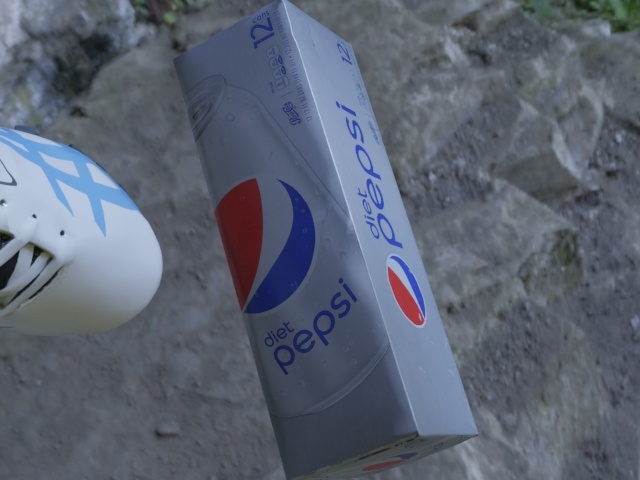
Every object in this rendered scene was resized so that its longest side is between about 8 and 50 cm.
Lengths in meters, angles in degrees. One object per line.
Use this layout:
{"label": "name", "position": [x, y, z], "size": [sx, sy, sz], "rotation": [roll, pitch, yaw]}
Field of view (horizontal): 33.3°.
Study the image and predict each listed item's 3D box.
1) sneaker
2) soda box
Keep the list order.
{"label": "sneaker", "position": [-0.132, -0.006, 0.328], "size": [0.085, 0.237, 0.086], "rotation": [-42, 55, 12]}
{"label": "soda box", "position": [0.000, 0.000, 0.670], "size": [0.091, 0.098, 0.286], "rotation": [-25, 71, 23]}
